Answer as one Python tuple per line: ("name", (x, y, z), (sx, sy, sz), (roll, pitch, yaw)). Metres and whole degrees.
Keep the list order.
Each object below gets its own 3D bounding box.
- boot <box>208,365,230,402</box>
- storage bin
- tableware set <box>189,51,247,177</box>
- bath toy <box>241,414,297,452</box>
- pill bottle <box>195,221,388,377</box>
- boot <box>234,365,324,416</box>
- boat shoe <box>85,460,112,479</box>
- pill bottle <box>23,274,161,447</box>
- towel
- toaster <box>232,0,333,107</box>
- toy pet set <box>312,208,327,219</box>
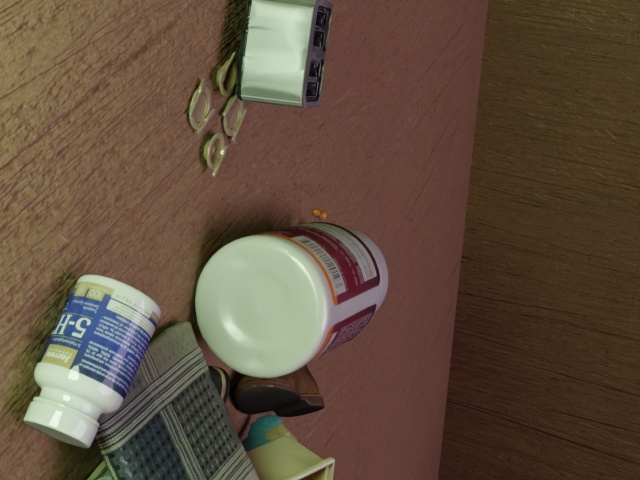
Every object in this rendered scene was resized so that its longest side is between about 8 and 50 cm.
("boot", (-0.210, 0.290, 1.646), (0.137, 0.077, 0.197), (31, 60, -66))
("storage bin", (-0.123, 0.499, 1.802), (0.262, 0.123, 0.260), (-16, 121, -41))
("tableware set", (-0.147, -0.187, 1.543), (0.168, 0.020, 0.141), (80, 30, -52))
("bath toy", (-0.095, 0.498, 2.054), (0.129, 0.151, 0.348), (-109, -167, -48))
("pill bottle", (-0.029, 0.084, 1.765), (0.392, 0.224, 0.224), (-14, 117, -69))
("boot", (-0.087, 0.264, 1.984), (0.305, 0.112, 0.115), (31, 43, -67))
("boat shoe", (-0.276, 0.366, 1.430), (0.302, 0.103, 0.113), (-18, 118, -71))
("pill bottle", (-0.276, 0.146, 1.256), (0.112, 0.112, 0.186), (68, 39, -61))
("towel", (-0.202, 0.296, 1.464), (0.312, 0.056, 0.324), (67, 20, -5))
("toaster", (-0.055, -0.286, 1.561), (0.186, 0.110, 0.168), (-31, 130, -75))
("toy pet set", (0.000, 0.000, 2.046), (0.114, 0.065, 0.122), (35, 69, -71))
